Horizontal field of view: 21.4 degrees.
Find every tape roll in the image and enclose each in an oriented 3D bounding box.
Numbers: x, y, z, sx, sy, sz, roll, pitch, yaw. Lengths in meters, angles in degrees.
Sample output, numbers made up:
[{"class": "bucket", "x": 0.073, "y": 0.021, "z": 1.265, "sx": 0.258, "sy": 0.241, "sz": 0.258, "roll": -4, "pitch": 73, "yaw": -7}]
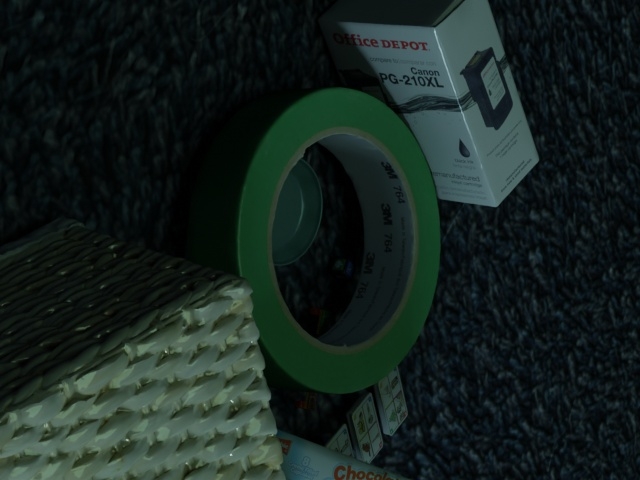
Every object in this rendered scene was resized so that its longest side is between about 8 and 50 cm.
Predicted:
[{"class": "tape roll", "x": 0.000, "y": 0.000, "z": 1.787, "sx": 0.321, "sy": 0.077, "sz": 0.321, "roll": -2, "pitch": 92, "yaw": -48}]

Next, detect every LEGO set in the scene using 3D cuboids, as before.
[{"class": "LEGO set", "x": 0.020, "y": 0.146, "z": 1.927, "sx": 0.182, "sy": 0.060, "sz": 0.244, "roll": -46, "pitch": 131, "yaw": -47}]

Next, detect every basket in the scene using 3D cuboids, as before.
[{"class": "basket", "x": -0.233, "y": 0.199, "z": 1.475, "sx": 0.331, "sy": 0.266, "sz": 0.328, "roll": -29, "pitch": 119, "yaw": -39}]

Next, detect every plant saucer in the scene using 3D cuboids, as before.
[{"class": "plant saucer", "x": -0.045, "y": -0.033, "z": 1.820, "sx": 0.119, "sy": 0.021, "sz": 0.119, "roll": -11, "pitch": 106, "yaw": -46}]

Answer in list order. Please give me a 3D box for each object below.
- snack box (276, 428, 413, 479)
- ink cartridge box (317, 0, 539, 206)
[{"class": "snack box", "x": 0.023, "y": 0.261, "z": 1.723, "sx": 0.322, "sy": 0.187, "sz": 0.060, "roll": 71, "pitch": 39, "yaw": -75}, {"class": "ink cartridge box", "x": 0.120, "y": -0.167, "z": 1.864, "sx": 0.100, "sy": 0.172, "sz": 0.237, "roll": -45, "pitch": 128, "yaw": -33}]
